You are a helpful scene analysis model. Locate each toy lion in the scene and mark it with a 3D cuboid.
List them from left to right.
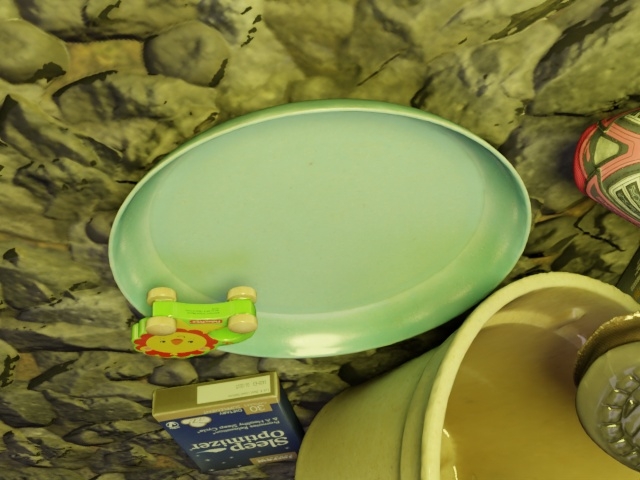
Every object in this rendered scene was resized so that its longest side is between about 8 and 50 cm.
[{"bbox_3d":[-0.103,0.073,0.611,0.100,0.034,0.096,-1,150,-9],"label":"toy lion"}]

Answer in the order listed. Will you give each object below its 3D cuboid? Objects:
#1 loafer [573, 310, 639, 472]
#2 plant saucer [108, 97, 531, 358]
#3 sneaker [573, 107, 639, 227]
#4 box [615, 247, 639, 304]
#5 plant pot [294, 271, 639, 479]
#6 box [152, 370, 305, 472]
[{"bbox_3d":[0.343,0.100,0.601,0.366,0.130,0.133,5,124,-22],"label":"loafer"},{"bbox_3d":[0.000,0.000,0.587,0.318,0.043,0.317,-5,143,-4],"label":"plant saucer"},{"bbox_3d":[0.301,-0.045,0.536,0.299,0.120,0.112,13,176,-40],"label":"sneaker"},{"bbox_3d":[0.400,0.049,0.709,0.231,0.056,0.183,-4,143,-4],"label":"box"},{"bbox_3d":[0.140,0.225,0.701,0.334,0.333,0.305,15,157,-27],"label":"plant pot"},{"bbox_3d":[-0.094,0.226,0.885,0.137,0.036,0.225,-10,145,4],"label":"box"}]
